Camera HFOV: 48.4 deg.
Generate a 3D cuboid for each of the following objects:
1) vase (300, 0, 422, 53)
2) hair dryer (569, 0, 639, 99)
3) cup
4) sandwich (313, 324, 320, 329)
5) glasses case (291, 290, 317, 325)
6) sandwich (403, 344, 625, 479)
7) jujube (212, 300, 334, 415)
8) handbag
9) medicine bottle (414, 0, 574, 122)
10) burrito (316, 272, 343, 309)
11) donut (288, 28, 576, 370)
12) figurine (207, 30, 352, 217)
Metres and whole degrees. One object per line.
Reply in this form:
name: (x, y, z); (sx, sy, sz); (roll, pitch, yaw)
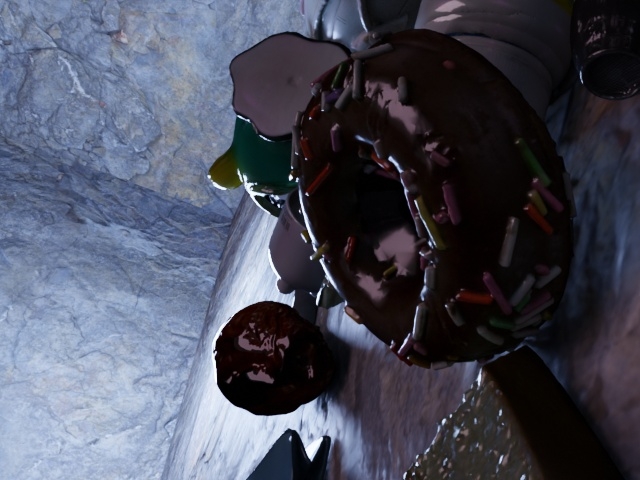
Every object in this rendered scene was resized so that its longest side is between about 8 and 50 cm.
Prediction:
vase: (0.065, -0.391, 1.214); (0.445, 0.250, 0.250); (117, 167, -50)
hair dryer: (0.257, -0.202, 0.444); (0.219, 0.075, 0.195); (-33, 28, 55)
cup: (-0.011, -0.002, 1.113); (0.173, 0.134, 0.142); (-87, 19, -52)
sandwich: (-0.056, 0.183, 1.153); (0.116, 0.074, 0.074); (126, 162, -50)
glasses case: (-0.026, 0.094, 1.260); (0.072, 0.042, 0.191); (112, 171, -50)
sandwich: (0.115, 0.147, 0.397); (0.094, 0.096, 0.258); (-60, 17, 20)
jujube: (-0.065, 0.169, 1.022); (0.236, 0.168, 0.168); (-18, 52, 62)
handbag: (-0.056, 0.350, 0.928); (0.221, 0.057, 0.144); (124, 156, -46)
medicine bottle: (0.162, -0.208, 0.639); (0.143, 0.143, 0.258); (155, 134, -74)
burrito: (0.070, -0.027, 0.946); (0.096, 0.066, 0.309); (-82, 16, -64)
donut: (0.069, -0.024, 0.544); (0.269, 0.103, 0.270); (40, 140, 45)
figurine: (-0.035, -0.169, 1.177); (0.340, 0.323, 0.231); (93, 166, -68)
